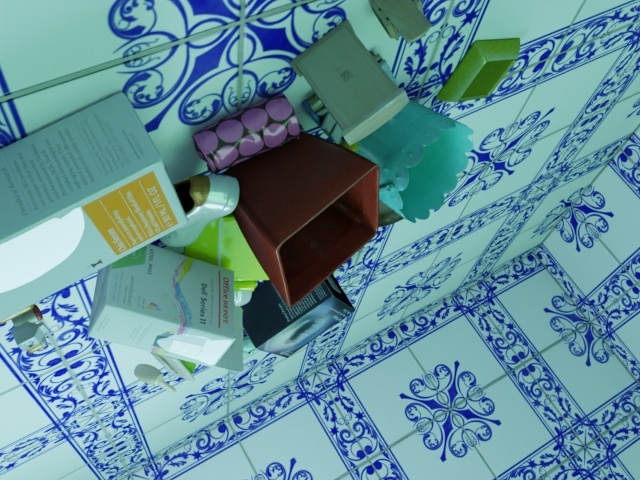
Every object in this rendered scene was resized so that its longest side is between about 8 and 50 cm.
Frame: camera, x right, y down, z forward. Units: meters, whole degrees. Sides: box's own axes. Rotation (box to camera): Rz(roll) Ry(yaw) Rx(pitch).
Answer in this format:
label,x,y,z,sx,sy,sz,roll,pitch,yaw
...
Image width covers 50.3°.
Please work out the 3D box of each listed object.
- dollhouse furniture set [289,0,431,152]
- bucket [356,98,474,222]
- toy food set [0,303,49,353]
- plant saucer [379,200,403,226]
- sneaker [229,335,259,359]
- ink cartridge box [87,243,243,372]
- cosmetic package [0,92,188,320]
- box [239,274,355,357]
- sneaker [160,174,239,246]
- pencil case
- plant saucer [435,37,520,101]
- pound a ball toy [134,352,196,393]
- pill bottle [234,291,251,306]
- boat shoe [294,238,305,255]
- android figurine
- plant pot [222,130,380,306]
label,x,y,z,sx,sy,sz,roll,pitch,yaw
dollhouse furniture set,0.127,-0.292,1.376,0.286,0.198,0.303,-36,159,6
bucket,0.213,-0.197,1.629,0.281,0.183,0.281,-37,147,-29
toy food set,-0.590,0.143,1.397,0.104,0.111,0.232,-27,155,-16
plant saucer,0.265,-0.156,2.062,0.310,0.050,0.311,-28,158,-12
sneaker,-0.276,0.352,2.306,0.151,0.094,0.256,-26,168,-4
ink cartridge box,-0.301,0.141,1.478,0.353,0.207,0.119,20,128,-26
cosmetic package,-0.471,-0.032,1.132,0.453,0.162,0.230,-29,158,-11
box,-0.079,0.218,2.192,0.294,0.183,0.296,-35,158,6
sneaker,-0.284,-0.068,1.374,0.123,0.106,0.290,7,156,-36
pencil case,-0.140,-0.202,1.324,0.209,0.095,0.098,-25,137,-13
plant saucer,0.407,-0.417,1.714,0.188,0.045,0.188,-16,153,-38
pound a ball toy,-0.434,0.322,1.922,0.319,0.135,0.208,85,28,-66
pill bottle,-0.327,0.141,1.688,0.301,0.169,0.169,-16,153,-37
boat shoe,0.000,0.000,1.661,0.094,0.109,0.302,-40,178,31
android figurine,-0.201,0.011,1.589,0.272,0.056,0.249,-2,116,-12
plant pot,-0.052,-0.072,1.426,0.267,0.235,0.267,-39,154,-17
